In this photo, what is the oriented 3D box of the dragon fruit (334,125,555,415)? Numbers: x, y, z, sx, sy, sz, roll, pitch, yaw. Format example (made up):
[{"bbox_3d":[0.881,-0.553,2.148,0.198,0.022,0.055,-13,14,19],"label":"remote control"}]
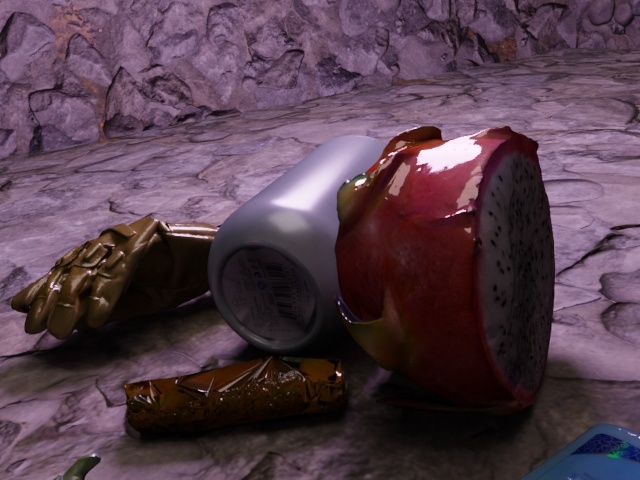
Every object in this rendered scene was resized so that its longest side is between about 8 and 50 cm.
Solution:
[{"bbox_3d":[0.118,0.022,0.649,0.189,0.291,0.290,-1,22,30],"label":"dragon fruit"}]

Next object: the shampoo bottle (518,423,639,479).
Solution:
[{"bbox_3d":[0.151,0.214,0.438,0.258,0.061,0.104,-20,24,-29],"label":"shampoo bottle"}]

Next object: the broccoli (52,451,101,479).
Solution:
[{"bbox_3d":[-0.230,0.216,0.275,0.334,0.324,0.272,-41,55,-18],"label":"broccoli"}]

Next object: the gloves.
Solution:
[{"bbox_3d":[-0.242,0.042,0.875,0.331,0.141,0.154,-9,-2,-24],"label":"gloves"}]

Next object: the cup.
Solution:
[{"bbox_3d":[0.000,0.000,0.833,0.205,0.206,0.312,3,24,25],"label":"cup"}]

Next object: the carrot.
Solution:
[{"bbox_3d":[-0.088,0.159,0.659,0.228,0.069,0.069,-8,21,1],"label":"carrot"}]
